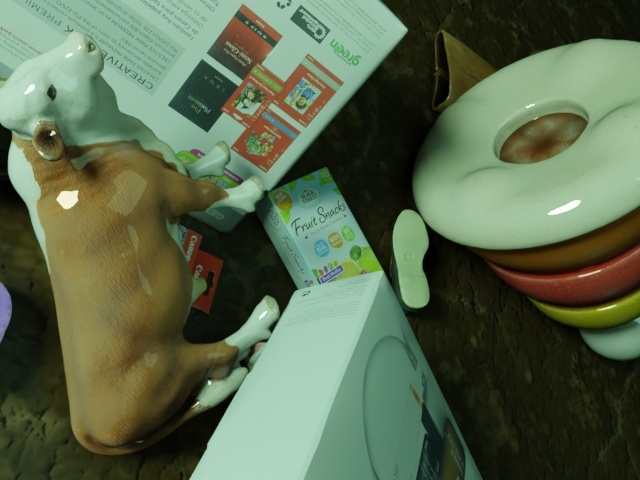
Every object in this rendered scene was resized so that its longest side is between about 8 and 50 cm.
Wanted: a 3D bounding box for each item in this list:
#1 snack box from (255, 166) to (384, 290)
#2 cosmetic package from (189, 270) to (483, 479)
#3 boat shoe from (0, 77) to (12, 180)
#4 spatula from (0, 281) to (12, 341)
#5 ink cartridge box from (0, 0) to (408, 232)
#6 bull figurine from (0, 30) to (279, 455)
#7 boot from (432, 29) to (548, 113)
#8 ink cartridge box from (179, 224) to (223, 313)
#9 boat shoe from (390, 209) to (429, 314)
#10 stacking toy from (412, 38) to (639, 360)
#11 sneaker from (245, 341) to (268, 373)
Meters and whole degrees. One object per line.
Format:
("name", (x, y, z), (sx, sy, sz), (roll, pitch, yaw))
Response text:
("snack box", (0.000, 0.000, 0.689), (0.100, 0.037, 0.141), (-29, 91, -45))
("cosmetic package", (0.051, 0.258, 0.472), (0.378, 0.097, 0.284), (63, 32, -22))
("boat shoe", (-0.274, -0.082, 0.454), (0.223, 0.080, 0.073), (-5, 38, -45))
("spatula", (-0.352, 0.009, 0.393), (0.296, 0.030, 0.084), (30, 53, -27))
("ink cartridge box", (-0.130, -0.199, 0.574), (0.309, 0.272, 0.130), (34, 22, -25))
("bull figurine", (-0.136, 0.005, 0.481), (0.188, 0.101, 0.311), (-11, 105, -35))
("boot", (0.297, -0.270, 1.052), (0.280, 0.096, 0.264), (22, 66, -23))
("ink cartridge box", (-0.138, 0.017, 0.570), (0.115, 0.029, 0.063), (29, 55, -27))
("boat shoe", (0.106, 0.026, 0.767), (0.048, 0.042, 0.133), (8, 65, -15))
("stacking toy", (0.374, 0.002, 0.878), (0.480, 0.350, 0.351), (52, 45, -34))
("sneaker", (-0.056, 0.139, 0.573), (0.070, 0.051, 0.134), (54, 44, -6))
